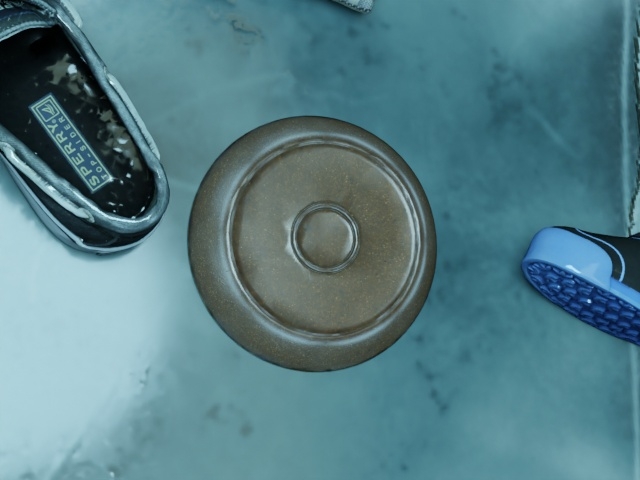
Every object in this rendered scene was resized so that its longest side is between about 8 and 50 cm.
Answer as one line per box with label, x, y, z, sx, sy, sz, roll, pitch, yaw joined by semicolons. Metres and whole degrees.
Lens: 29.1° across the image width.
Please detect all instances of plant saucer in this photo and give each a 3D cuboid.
plant saucer;0.000;0.000;0.790;0.168;0.029;0.168;2;84;-14

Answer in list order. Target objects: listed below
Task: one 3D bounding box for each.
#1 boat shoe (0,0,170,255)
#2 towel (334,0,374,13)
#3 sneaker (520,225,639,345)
boat shoe;-0.196;-0.122;0.710;0.113;0.105;0.306;-34;93;-16
towel;-0.067;-0.345;0.808;0.312;0.056;0.324;17;81;-10
sneaker;0.243;0.028;0.830;0.232;0.081;0.090;25;75;-18
